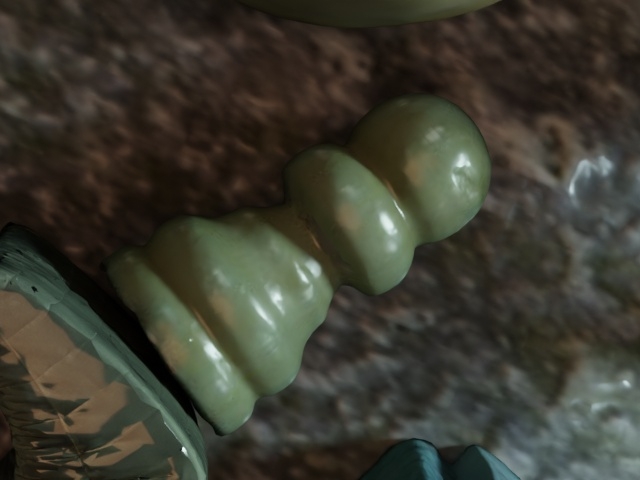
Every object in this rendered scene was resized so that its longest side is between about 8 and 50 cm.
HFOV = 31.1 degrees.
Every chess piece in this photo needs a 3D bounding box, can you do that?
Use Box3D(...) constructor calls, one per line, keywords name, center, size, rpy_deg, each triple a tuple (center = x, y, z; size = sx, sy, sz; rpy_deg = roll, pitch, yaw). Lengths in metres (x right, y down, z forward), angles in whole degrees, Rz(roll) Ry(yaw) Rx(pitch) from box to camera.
Box3D(name="chess piece", center=(0.000, 0.000, 0.715), size=(0.243, 0.133, 0.133), rpy_deg=(-35, 100, -7))

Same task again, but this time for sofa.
Box3D(name="sofa", center=(-0.192, 0.129, 0.659), size=(0.225, 0.210, 0.176), rpy_deg=(-46, 102, 0))

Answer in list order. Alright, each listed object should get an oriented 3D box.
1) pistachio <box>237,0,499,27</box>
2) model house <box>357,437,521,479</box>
Box3D(name="pistachio", center=(-0.023, -0.303, 0.581), size=(0.445, 0.281, 0.365), rpy_deg=(40, 124, -12))
Box3D(name="model house", center=(0.109, 0.300, 0.662), size=(0.252, 0.329, 0.295), rpy_deg=(-44, 99, -4))
